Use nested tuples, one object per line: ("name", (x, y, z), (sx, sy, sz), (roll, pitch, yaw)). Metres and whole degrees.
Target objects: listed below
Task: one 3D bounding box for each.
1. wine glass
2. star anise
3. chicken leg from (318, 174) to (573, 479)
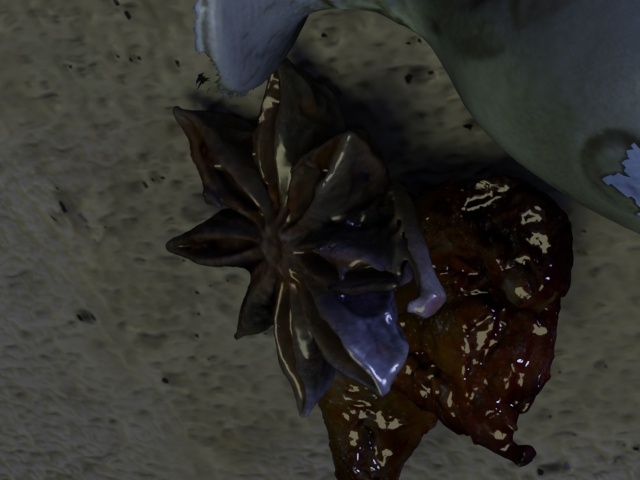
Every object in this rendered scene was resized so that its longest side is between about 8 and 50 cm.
("wine glass", (0.124, -0.106, 0.660), (0.357, 0.190, 0.190), (21, 135, 14))
("star anise", (0.000, 0.001, 0.839), (0.262, 0.081, 0.230), (10, 105, 50))
("chicken leg", (0.067, 0.087, 0.893), (0.083, 0.177, 0.322), (-2, 148, -38))
